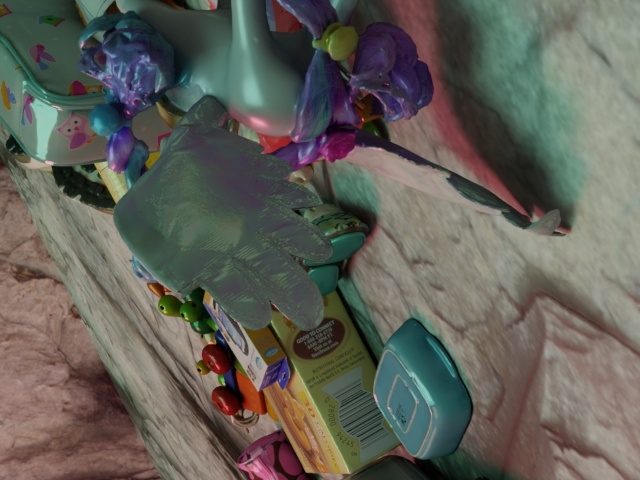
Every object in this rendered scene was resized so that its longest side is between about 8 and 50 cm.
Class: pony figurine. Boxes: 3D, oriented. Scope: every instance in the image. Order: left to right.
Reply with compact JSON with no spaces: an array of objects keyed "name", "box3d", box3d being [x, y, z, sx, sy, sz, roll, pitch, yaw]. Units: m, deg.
[{"name":"pony figurine","box3d":[-0.033,-0.107,0.948,0.351,0.303,0.363,23,115,47]}]

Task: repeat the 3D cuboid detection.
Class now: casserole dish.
[{"name":"casserole dish","box3d":[0.092,0.151,1.318,0.114,0.037,0.188,56,162,21]}]

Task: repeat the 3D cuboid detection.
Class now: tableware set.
[{"name":"tableware set","box3d":[0.008,-0.140,1.165,0.154,0.024,0.104,46,159,38]}]

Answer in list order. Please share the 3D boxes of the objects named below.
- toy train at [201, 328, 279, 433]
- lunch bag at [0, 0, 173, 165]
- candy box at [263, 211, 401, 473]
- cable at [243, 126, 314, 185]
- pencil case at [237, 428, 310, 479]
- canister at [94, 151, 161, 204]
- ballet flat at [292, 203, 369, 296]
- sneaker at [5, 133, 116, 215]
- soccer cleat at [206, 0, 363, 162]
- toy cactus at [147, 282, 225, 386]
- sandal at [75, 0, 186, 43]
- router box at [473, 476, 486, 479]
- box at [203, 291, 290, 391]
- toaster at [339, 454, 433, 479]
[{"name":"toy train","box3d":[-0.056,0.207,1.722,0.143,0.105,0.248,34,149,31]},{"name":"lunch bag","box3d":[-0.263,-0.202,1.506,0.279,0.224,0.108,49,139,37]},{"name":"candy box","box3d":[-0.032,0.100,1.500,0.316,0.087,0.183,63,161,1]},{"name":"cable","box3d":[-0.060,-0.105,1.277,0.139,0.072,0.287,61,167,-1]},{"name":"pencil case","box3d":[-0.040,0.373,1.905,0.209,0.095,0.098,60,-163,3]},{"name":"canister","box3d":[-0.226,-0.123,1.659,0.170,0.126,0.073,61,162,-1]},{"name":"ballet flat","box3d":[0.000,0.000,1.321,0.070,0.070,0.188,59,158,12]},{"name":"sneaker","box3d":[-0.284,-0.106,1.905,0.182,0.158,0.410,37,177,-35]},{"name":"soccer cleat","box3d":[-0.039,-0.182,1.098,0.095,0.083,0.248,-20,88,43]},{"name":"toy cactus","box3d":[-0.146,0.106,1.847,0.219,0.112,0.180,52,178,24]},{"name":"sandal","box3d":[-0.230,-0.293,1.469,0.265,0.102,0.076,48,151,40]},{"name":"router box","box3d":[0.193,0.304,1.240,0.179,0.046,0.133,16,130,67]},{"name":"box","box3d":[-0.078,0.100,1.441,0.136,0.028,0.081,58,159,18]},{"name":"toaster","box3d":[0.091,0.328,1.425,0.146,0.129,0.227,40,153,55]}]
